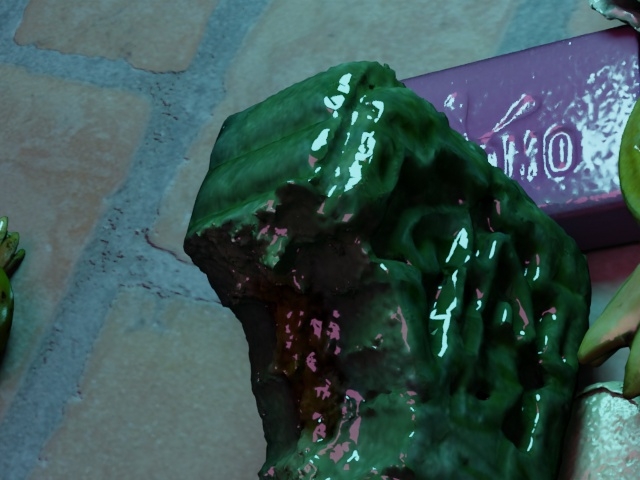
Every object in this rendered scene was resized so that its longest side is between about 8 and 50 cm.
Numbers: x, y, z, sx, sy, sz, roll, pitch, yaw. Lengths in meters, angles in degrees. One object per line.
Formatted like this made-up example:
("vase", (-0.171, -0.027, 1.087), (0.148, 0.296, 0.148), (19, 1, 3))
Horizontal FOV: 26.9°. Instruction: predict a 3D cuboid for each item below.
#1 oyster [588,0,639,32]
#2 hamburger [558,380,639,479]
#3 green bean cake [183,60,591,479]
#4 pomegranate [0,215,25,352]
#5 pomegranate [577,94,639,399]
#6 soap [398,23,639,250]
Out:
("oyster", (0.329, -0.268, 1.136), (0.198, 0.112, 0.268), (20, 59, 33))
("hamburger", (0.216, 0.181, 0.989), (0.133, 0.062, 0.140), (-34, 49, 10))
("green bean cake", (0.046, 0.066, 0.954), (0.169, 0.300, 0.308), (-21, 42, 44))
("pomegranate", (-0.381, 0.055, 1.385), (0.159, 0.159, 0.205), (-1, 38, 32))
("pomegranate", (0.344, -0.013, 0.922), (0.358, 0.216, 0.310), (-57, 23, 9))
("soap", (0.167, -0.072, 1.153), (0.259, 0.081, 0.181), (-11, 59, 27))
